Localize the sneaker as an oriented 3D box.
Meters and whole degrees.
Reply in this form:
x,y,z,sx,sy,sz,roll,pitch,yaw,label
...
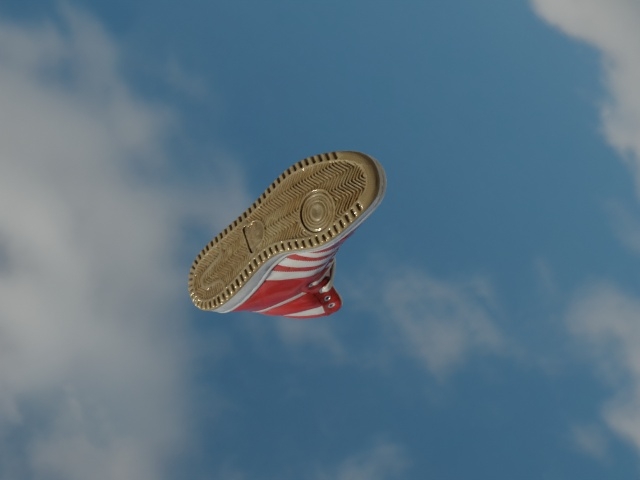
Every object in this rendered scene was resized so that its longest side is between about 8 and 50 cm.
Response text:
x,y,z,sx,sy,sz,roll,pitch,yaw,label
0.000,0.000,0.603,0.067,0.118,0.042,13,-127,-45,sneaker
